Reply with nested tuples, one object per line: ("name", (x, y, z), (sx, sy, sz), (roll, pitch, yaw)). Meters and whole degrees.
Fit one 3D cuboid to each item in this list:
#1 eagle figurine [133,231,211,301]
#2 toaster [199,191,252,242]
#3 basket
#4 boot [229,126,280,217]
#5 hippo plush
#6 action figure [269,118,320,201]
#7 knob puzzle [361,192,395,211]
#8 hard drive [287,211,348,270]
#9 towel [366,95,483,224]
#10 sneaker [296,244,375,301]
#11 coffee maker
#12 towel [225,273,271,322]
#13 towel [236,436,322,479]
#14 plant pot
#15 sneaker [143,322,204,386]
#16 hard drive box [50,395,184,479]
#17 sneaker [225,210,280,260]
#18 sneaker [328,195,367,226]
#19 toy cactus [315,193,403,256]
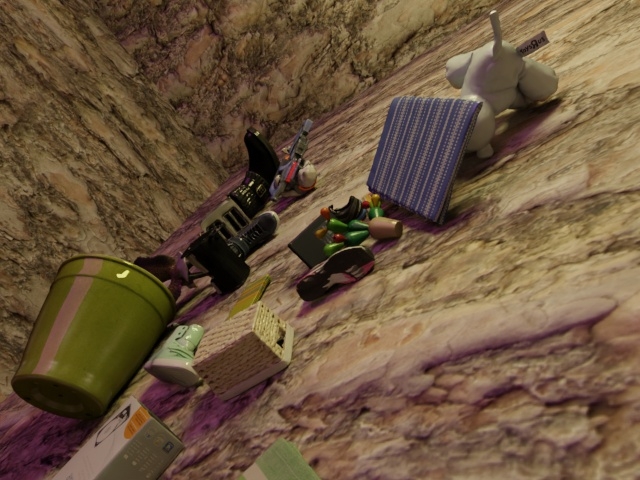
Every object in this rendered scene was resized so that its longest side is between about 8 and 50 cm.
("eagle figurine", (-0.507, 0.140, 1.535), (0.298, 0.225, 0.226), (-26, 30, 2))
("toaster", (-0.360, -0.062, 1.716), (0.168, 0.185, 0.110), (-40, 15, -7))
("basket", (-0.148, 0.208, 0.857), (0.167, 0.103, 0.113), (-32, 21, 16))
("boot", (-0.300, -0.282, 1.916), (0.260, 0.347, 0.131), (-39, 40, -17))
("hippo plush", (0.381, -0.294, 0.992), (0.294, 0.235, 0.236), (-134, 65, -85))
("action figure", (-0.080, -0.294, 1.775), (0.341, 0.179, 0.330), (-63, 24, 4))
("knob puzzle", (0.195, -0.146, 1.159), (0.213, 0.030, 0.213), (-33, 20, 13))
("hard drive", (0.000, 0.000, 1.085), (0.135, 0.094, 0.022), (-43, -13, -14))
("towel", (0.210, -0.190, 0.979), (0.336, 0.040, 0.243), (-135, 58, -64))
("sneaker", (0.029, 0.057, 0.943), (0.178, 0.072, 0.077), (-26, 11, 16))
("coffee maker", (-0.300, 0.062, 1.337), (0.171, 0.178, 0.120), (-21, 28, 46))
("towel", (-0.200, 0.183, 1.137), (0.102, 0.021, 0.237), (-32, 21, 34))
("towel", (-0.107, 0.392, 0.480), (0.325, 0.038, 0.248), (-42, 21, -18))
("plant pot", (-0.651, 0.288, 1.260), (0.367, 0.366, 0.352), (-26, 34, 30))
("sneaker", (-0.326, 0.257, 1.061), (0.256, 0.094, 0.151), (-16, 35, 52))
("hard drive box", (-0.386, 0.422, 0.817), (0.232, 0.089, 0.181), (-49, 21, -27))
("sneaker", (-0.242, -0.003, 1.498), (0.226, 0.086, 0.163), (-37, 6, 33))
("sneaker", (0.030, -0.049, 1.158), (0.188, 0.078, 0.067), (-37, 19, 5))
("toy cactus", (0.098, -0.039, 0.995), (0.181, 0.112, 0.219), (3, 26, 42))
